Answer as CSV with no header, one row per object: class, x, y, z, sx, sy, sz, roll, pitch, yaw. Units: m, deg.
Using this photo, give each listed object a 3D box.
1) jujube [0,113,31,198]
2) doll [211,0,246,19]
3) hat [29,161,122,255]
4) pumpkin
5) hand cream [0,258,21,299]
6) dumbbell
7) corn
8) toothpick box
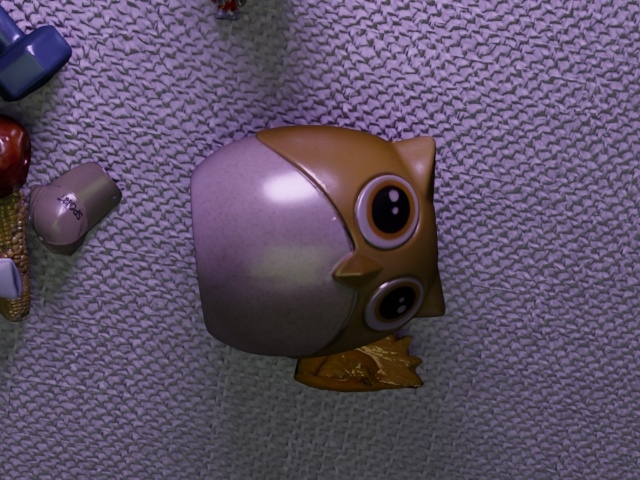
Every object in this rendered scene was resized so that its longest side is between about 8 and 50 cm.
jujube,-0.642,-0.152,1.829,0.243,0.183,0.183,2,112,-2
doll,-0.142,-0.460,1.778,0.094,0.079,0.180,0,126,-35
hat,-0.459,-0.066,1.918,0.175,0.085,0.147,-37,108,13
pumpkin,0.071,0.234,2.072,0.254,0.149,0.130,5,72,-6
hand cream,-0.669,0.063,1.931,0.255,0.048,0.079,4,116,24
dumbbell,-0.577,-0.393,1.749,0.160,0.144,0.325,-35,109,13
corn,-0.591,0.021,1.950,0.087,0.086,0.288,1,114,-3
toothpick box,0.000,0.000,1.790,0.425,0.409,0.409,-7,112,-4
